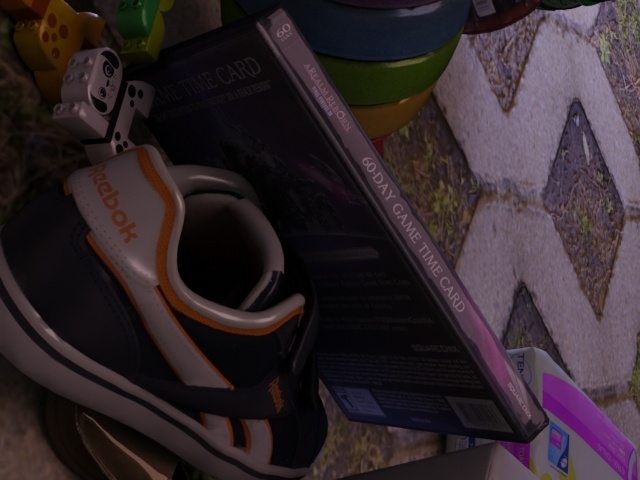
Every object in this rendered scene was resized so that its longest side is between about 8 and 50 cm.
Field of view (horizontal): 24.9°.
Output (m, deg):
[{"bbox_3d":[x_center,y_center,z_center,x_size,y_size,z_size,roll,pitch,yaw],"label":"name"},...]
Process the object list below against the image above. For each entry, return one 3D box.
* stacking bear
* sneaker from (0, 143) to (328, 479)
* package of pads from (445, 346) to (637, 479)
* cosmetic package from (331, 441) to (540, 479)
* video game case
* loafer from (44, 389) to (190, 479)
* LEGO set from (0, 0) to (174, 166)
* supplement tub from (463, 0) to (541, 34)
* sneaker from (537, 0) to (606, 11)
[{"bbox_3d":[0.002,-0.126,0.915,0.175,0.164,0.289,-76,180,-47],"label":"stacking bear"},{"bbox_3d":[-0.052,0.051,0.818,0.126,0.127,0.321,58,11,30],"label":"sneaker"},{"bbox_3d":[0.209,0.256,1.324,0.296,0.101,0.229,41,48,-51],"label":"package of pads"},{"bbox_3d":[0.034,0.262,0.838,0.138,0.224,0.224,42,46,-31],"label":"cosmetic package"},{"bbox_3d":[0.000,0.000,0.841,0.026,0.196,0.274,-40,106,-25],"label":"video game case"},{"bbox_3d":[-0.104,0.123,0.824,0.148,0.050,0.056,62,34,-34],"label":"loafer"},{"bbox_3d":[-0.135,-0.153,0.806,0.093,0.087,0.227,42,53,-50],"label":"LEGO set"},{"bbox_3d":[0.128,-0.292,1.310,0.198,0.106,0.106,64,33,-31],"label":"supplement tub"},{"bbox_3d":[0.163,-0.364,1.390,0.134,0.146,0.343,-39,105,-35],"label":"sneaker"}]
